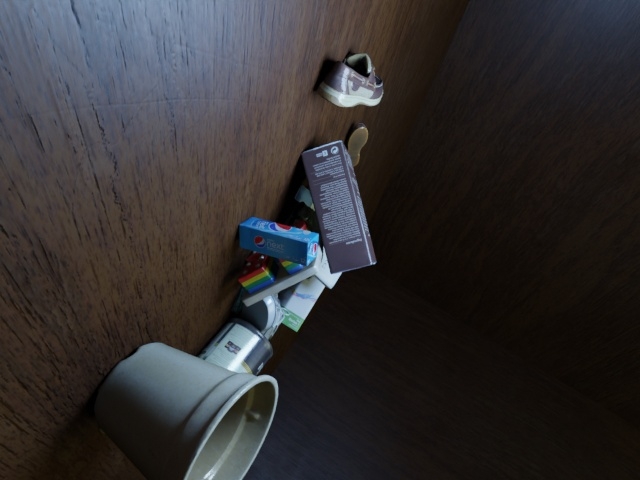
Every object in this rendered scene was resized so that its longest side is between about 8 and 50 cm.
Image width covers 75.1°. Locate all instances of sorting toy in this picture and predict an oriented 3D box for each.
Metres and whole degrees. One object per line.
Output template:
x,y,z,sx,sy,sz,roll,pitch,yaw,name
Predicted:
-0.123,0.049,1.281,0.256,0.089,0.256,-27,-158,18,sorting toy

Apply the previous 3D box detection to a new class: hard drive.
0.000,0.000,1.580,0.233,0.047,0.353,-57,134,-14,hard drive

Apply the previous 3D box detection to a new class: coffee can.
-0.319,0.429,1.398,0.275,0.201,0.202,-50,166,-39,coffee can

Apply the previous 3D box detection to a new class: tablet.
-0.052,-0.149,1.443,0.083,0.006,0.054,36,79,-44,tablet

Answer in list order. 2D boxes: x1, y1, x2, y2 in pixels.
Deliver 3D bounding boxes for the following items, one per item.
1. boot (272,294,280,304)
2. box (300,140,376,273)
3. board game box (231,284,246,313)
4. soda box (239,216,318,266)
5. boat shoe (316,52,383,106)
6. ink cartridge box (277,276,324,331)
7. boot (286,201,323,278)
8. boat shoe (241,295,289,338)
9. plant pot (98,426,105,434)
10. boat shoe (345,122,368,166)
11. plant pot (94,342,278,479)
-0.191,0.219,1.691,0.123,0.095,0.258,-52,168,0,boot
0.063,-0.095,1.314,0.143,0.382,0.191,-16,175,10,box
-0.244,0.159,1.474,0.186,0.026,0.126,-64,168,26,board game box
-0.113,0.000,1.120,0.067,0.209,0.071,-44,144,-56,soda box
0.110,-0.461,1.173,0.342,0.123,0.123,-33,154,-54,boat shoe
-0.107,0.243,1.879,0.278,0.117,0.201,-57,-159,-10,ink cartridge box
-0.062,-0.001,1.450,0.083,0.161,0.247,18,-92,57,boot
-0.186,0.274,1.506,0.156,0.136,0.367,-29,152,-35,boat shoe
-0.472,0.409,1.095,0.236,0.032,0.236,-55,169,-17,plant pot
0.132,-0.384,1.635,0.207,0.073,0.073,111,-23,-55,boat shoe
-0.313,0.392,0.937,0.334,0.305,0.334,-50,153,-38,plant pot
